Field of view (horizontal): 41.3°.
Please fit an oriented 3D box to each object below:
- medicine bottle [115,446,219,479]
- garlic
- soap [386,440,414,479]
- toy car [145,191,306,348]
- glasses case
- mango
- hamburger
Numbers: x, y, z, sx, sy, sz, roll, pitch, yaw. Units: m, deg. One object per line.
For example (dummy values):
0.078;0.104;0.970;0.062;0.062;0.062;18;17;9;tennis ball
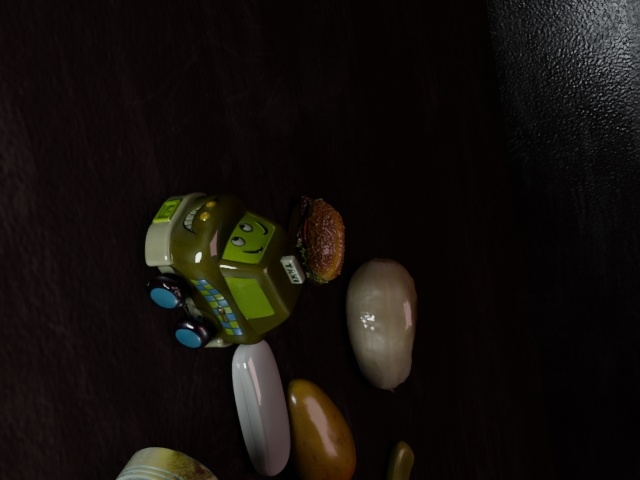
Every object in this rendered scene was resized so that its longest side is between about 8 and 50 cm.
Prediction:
-0.240;0.414;1.004;0.322;0.151;0.151;-59;136;-50;medicine bottle
0.149;0.208;1.859;0.196;0.151;0.339;-40;123;-74;garlic
0.183;0.534;1.963;0.089;0.045;0.140;63;33;-43;soap
-0.120;0.041;1.260;0.248;0.198;0.204;64;34;-35;toy car
-0.098;0.279;1.421;0.092;0.059;0.234;-32;115;-59;glasses case
-0.007;0.354;1.531;0.253;0.113;0.138;67;31;-29;mango
0.000;0.000;1.636;0.137;0.087;0.166;38;52;-56;hamburger
